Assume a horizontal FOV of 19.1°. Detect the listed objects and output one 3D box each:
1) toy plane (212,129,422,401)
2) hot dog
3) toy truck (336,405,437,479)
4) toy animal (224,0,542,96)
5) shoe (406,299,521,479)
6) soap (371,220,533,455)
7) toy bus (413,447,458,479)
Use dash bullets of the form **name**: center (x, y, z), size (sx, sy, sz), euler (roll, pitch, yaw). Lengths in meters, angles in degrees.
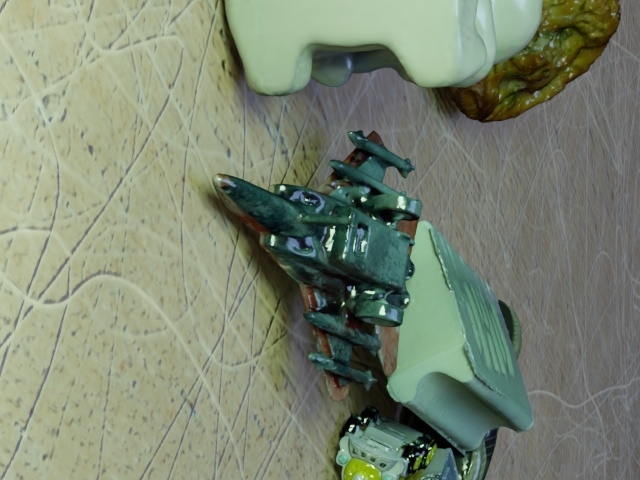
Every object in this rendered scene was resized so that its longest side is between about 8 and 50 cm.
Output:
- **toy plane**: center (0.007, 0.001, 1.448), size (0.326, 0.104, 0.223), euler (39, 59, -66)
- **hot dog**: center (0.192, -0.216, 1.853), size (0.122, 0.196, 0.272), euler (54, 2, 21)
- **toy truck**: center (0.050, 0.198, 1.675), size (0.111, 0.076, 0.077), euler (-18, 131, -68)
- **toy animal**: center (0.070, -0.237, 1.445), size (0.367, 0.196, 0.241), euler (-19, 111, -66)
- **shoe**: center (0.139, 0.168, 1.883), size (0.112, 0.099, 0.227), euler (73, 32, -61)
- **soap**: center (0.113, 0.089, 1.705), size (0.150, 0.094, 0.261), euler (69, 10, 22)
- **toy bus**: center (0.072, 0.276, 1.733), size (0.064, 0.075, 0.190), euler (71, 32, -46)
